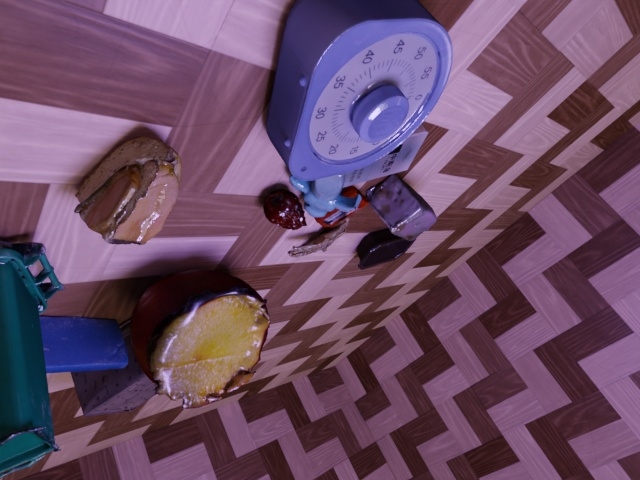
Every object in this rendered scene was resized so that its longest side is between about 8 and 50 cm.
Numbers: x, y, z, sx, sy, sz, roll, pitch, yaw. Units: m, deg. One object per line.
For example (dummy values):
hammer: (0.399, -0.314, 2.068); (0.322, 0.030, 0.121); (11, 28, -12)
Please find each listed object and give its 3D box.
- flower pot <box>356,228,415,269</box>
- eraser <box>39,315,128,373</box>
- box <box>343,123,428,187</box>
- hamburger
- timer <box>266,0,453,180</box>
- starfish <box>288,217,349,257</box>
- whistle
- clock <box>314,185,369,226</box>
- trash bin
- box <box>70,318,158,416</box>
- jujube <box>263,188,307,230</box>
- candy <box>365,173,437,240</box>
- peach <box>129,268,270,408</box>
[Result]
flower pot: (0.251, 0.019, 1.734); (0.251, 0.084, 0.178); (-13, 151, -32)
eraser: (-0.644, 0.268, 1.118); (0.043, 0.144, 0.312); (-35, 156, 14)
box: (0.153, -0.235, 1.158); (0.243, 0.067, 0.155); (-18, 154, -26)
hamburger: (-0.338, -0.105, 0.813); (0.207, 0.135, 0.155); (-54, 166, 14)
timer: (0.097, -0.294, 0.857); (0.395, 0.173, 0.395); (-25, 154, -13)
starfish: (0.002, 0.005, 1.423); (0.231, 0.047, 0.295); (-22, 170, -24)
whistle: (0.010, -0.130, 1.111); (0.274, 0.186, 0.093); (123, -9, -74)
clock: (0.057, -0.101, 1.312); (0.155, 0.061, 0.113); (-34, 164, 16)
trash bin: (-0.605, 0.214, 0.771); (0.295, 0.380, 0.259); (-18, 154, -27)
box: (-0.586, 0.393, 1.373); (0.297, 0.190, 0.225); (-32, 157, 3)
jujube: (-0.096, -0.077, 1.146); (0.104, 0.104, 0.166); (-30, 159, -2)
candy: (0.260, -0.107, 1.402); (0.137, 0.184, 0.195); (-44, 149, 17)
peach: (-0.328, 0.251, 1.177); (0.354, 0.338, 0.416); (14, 177, -1)
